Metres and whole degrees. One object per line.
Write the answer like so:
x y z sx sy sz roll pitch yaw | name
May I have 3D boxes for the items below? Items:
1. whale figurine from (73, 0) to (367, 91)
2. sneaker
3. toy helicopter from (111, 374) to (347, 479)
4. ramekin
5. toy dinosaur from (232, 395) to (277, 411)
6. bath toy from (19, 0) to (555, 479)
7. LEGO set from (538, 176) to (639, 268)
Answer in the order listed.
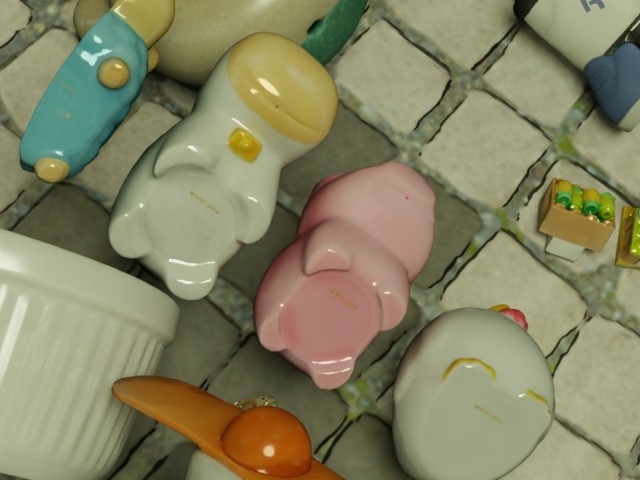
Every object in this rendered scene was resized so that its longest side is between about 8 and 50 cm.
-0.077 -0.207 0.782 0.216 0.141 0.272 -49 60 5 | whale figurine
0.239 -0.249 0.848 0.182 0.127 0.315 36 69 2 | sneaker
0.022 0.171 0.515 0.355 0.140 0.234 -7 94 15 | toy helicopter
-0.189 0.060 0.612 0.207 0.207 0.109 16 76 -5 | ramekin
-0.062 0.194 0.669 0.112 0.064 0.211 18 57 17 | toy dinosaur
0.000 0.000 0.668 0.348 0.129 0.151 41 100 -14 | bath toy
0.284 0.034 0.760 0.132 0.107 0.287 -38 80 -21 | LEGO set
